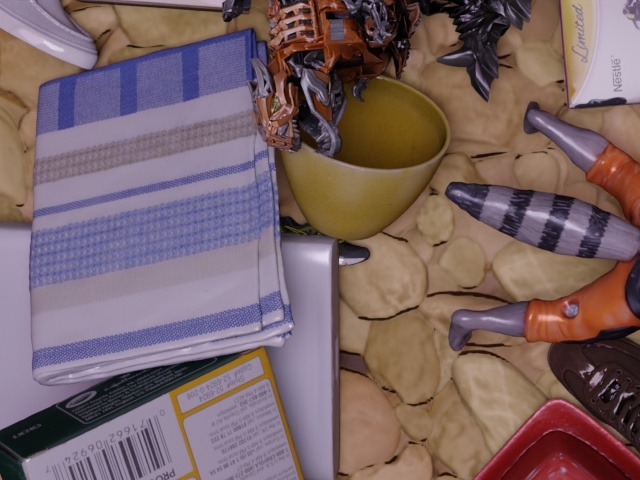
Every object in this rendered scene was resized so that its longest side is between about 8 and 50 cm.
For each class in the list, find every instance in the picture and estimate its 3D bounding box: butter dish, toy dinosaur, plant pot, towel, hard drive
[{"bbox_3d":[0.189,0.231,1.169,0.160,0.118,0.160,41,101,5],"label":"butter dish"},{"bbox_3d":[0.048,-0.211,1.125,0.218,0.164,0.322,15,91,-1],"label":"toy dinosaur"},{"bbox_3d":[0.026,-0.057,1.183,0.134,0.134,0.095,19,128,9],"label":"plant pot"},{"bbox_3d":[-0.128,-0.028,1.186,0.209,0.034,0.285,-13,59,11],"label":"towel"},{"bbox_3d":[-0.138,0.090,1.243,0.307,0.040,0.203,3,106,11],"label":"hard drive"}]

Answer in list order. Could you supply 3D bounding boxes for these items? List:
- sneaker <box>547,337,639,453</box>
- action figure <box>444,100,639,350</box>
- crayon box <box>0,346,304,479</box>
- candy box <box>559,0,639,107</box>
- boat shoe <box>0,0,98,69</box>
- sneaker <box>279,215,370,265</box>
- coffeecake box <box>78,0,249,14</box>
[{"bbox_3d":[0.259,0.134,1.171,0.188,0.071,0.066,36,99,5],"label":"sneaker"},{"bbox_3d":[0.244,0.067,1.081,0.330,0.178,0.341,18,74,29],"label":"action figure"},{"bbox_3d":[-0.102,0.256,1.166,0.203,0.083,0.323,-24,109,-26],"label":"crayon box"},{"bbox_3d":[0.297,-0.187,1.140,0.233,0.071,0.159,-5,93,12],"label":"candy box"},{"bbox_3d":[-0.251,-0.210,1.252,0.184,0.066,0.063,36,100,16],"label":"boat shoe"},{"bbox_3d":[0.000,0.000,1.231,0.083,0.031,0.035,9,95,10],"label":"sneaker"},{"bbox_3d":[-0.126,-0.281,1.215,0.142,0.068,0.185,6,95,11],"label":"coffeecake box"}]
